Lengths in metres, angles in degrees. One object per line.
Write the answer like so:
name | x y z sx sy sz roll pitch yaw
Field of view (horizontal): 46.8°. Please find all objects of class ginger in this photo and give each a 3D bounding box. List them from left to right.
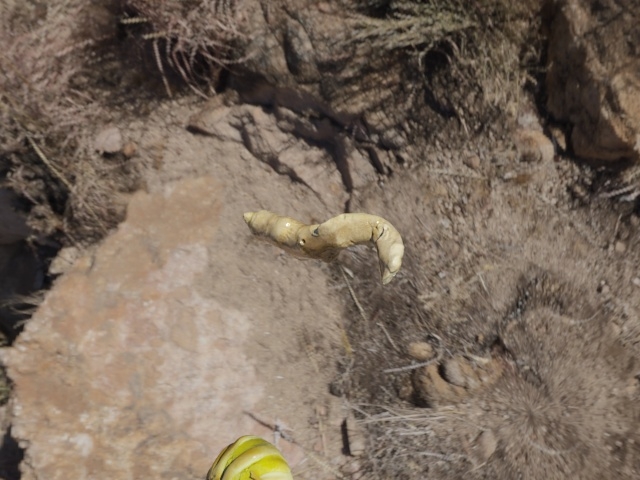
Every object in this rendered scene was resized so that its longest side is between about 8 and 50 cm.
ginger | 0.000 0.000 0.931 0.288 0.089 0.075 11 62 44

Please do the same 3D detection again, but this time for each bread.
bread | -0.085 0.272 0.847 0.157 0.083 0.095 -11 62 58
